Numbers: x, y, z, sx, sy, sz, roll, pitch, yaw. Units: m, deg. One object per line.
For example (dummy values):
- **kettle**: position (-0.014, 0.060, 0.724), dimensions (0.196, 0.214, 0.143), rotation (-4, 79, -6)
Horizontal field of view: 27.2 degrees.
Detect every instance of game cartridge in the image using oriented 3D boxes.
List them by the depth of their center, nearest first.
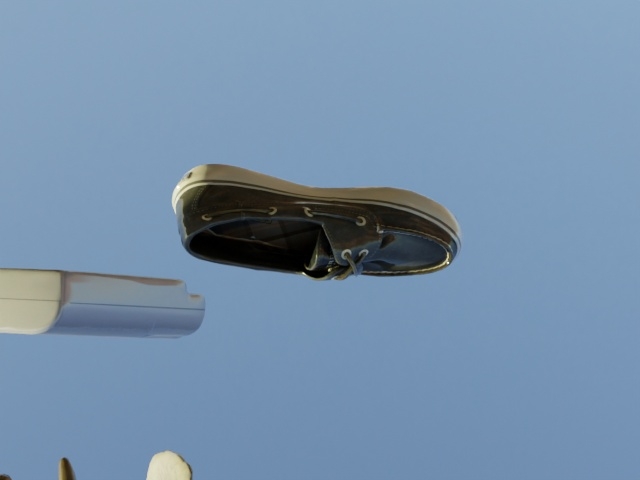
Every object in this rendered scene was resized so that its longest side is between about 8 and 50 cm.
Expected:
- **game cartridge**: position (-0.267, 0.050, 1.080), dimensions (0.294, 0.060, 0.196), rotation (-1, 171, 35)

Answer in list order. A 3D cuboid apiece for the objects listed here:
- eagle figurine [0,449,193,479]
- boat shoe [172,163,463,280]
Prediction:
- **eagle figurine**: position (-0.056, 0.253, 0.612), dimensions (0.298, 0.226, 0.225), rotation (36, -97, 4)
- **boat shoe**: position (0.000, 0.000, 0.619), dimensions (0.142, 0.049, 0.040), rotation (9, -137, -14)
